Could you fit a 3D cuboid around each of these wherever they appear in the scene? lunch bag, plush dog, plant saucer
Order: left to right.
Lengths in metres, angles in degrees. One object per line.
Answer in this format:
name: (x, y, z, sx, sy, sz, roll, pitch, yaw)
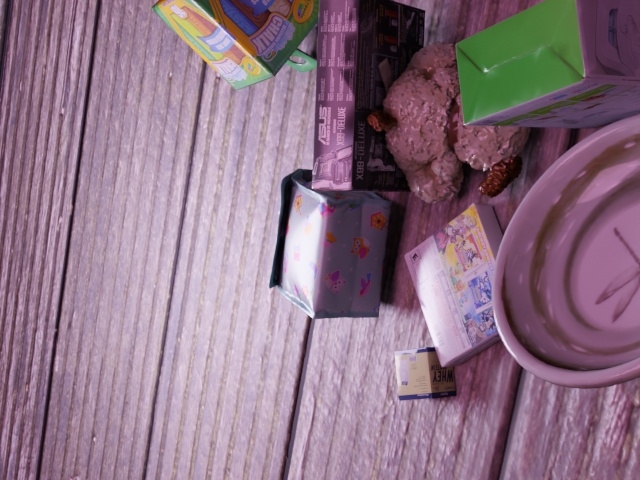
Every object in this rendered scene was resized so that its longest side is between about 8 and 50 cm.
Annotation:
lunch bag: (0.000, 0.000, 2.237, 0.262, 0.160, 0.223, 32, 118, 60)
plush dog: (0.214, -0.184, 1.958, 0.225, 0.210, 0.262, 3, 92, 29)
plant saucer: (0.408, 0.022, 1.659, 0.400, 0.100, 0.400, -31, 41, 32)

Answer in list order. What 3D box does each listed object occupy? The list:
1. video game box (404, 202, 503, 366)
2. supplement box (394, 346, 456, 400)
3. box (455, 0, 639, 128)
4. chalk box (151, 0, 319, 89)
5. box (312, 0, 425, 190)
video game box: (0.232, 0.072, 2.024, 0.187, 0.048, 0.205, -40, 60, 47)
supplement box: (0.172, 0.219, 2.093, 0.083, 0.056, 0.083, -14, 79, 51)
box: (0.351, -0.231, 1.691, 0.262, 0.231, 0.127, -17, 77, 61)
chalk box: (-0.126, -0.398, 2.312, 0.179, 0.289, 0.180, -53, 18, -19)
box: (0.081, -0.230, 2.028, 0.076, 0.242, 0.307, 4, 95, 29)
